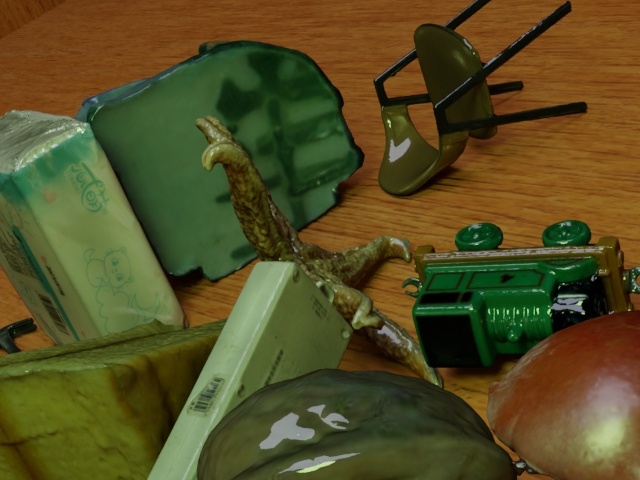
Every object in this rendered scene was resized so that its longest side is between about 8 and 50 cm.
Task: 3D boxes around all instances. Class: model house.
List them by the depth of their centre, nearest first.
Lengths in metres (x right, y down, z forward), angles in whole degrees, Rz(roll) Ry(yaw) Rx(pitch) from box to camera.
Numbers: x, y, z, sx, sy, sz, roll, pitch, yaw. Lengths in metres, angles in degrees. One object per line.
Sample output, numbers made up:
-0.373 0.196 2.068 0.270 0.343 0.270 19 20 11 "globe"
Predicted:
-0.165 -0.123 1.526 0.295 0.252 0.329 -33 21 -18 "model house"

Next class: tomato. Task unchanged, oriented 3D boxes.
0.226 0.101 0.790 0.228 0.112 0.199 11 15 -23 "tomato"

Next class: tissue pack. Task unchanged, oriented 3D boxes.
-0.277 -0.001 1.328 0.124 0.271 0.201 -35 29 -25 "tissue pack"

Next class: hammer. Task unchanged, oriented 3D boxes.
-0.344 0.137 1.406 0.078 0.021 0.201 -33 28 -19 "hammer"

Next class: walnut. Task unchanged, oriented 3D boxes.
0.019 0.185 0.808 0.224 0.224 0.224 -19 26 10 "walnut"

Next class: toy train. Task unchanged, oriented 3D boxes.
0.169 0.052 1.054 0.227 0.091 0.136 -1 31 28 "toy train"

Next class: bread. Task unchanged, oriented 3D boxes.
-0.166 0.101 1.088 0.233 0.245 0.362 -9 31 23 "bread"

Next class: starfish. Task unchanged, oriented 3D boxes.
-0.006 0.008 1.171 0.094 0.375 0.327 -47 -15 12 "starfish"

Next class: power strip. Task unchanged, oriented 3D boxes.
-0.076 0.182 0.905 0.043 0.106 0.367 -1 51 39 "power strip"

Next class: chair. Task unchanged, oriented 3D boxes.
0.168 -0.177 1.444 0.246 0.172 0.159 -23 26 -16 "chair"
